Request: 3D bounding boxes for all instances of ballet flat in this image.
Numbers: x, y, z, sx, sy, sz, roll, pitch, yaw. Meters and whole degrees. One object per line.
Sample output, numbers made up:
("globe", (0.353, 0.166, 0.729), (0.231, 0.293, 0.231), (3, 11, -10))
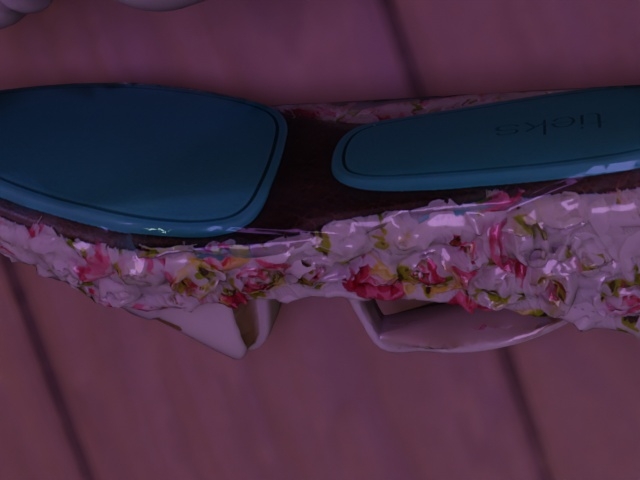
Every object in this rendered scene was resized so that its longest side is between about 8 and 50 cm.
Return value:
("ballet flat", (0.000, 0.000, 0.553), (0.241, 0.091, 0.077), (2, 124, 14))

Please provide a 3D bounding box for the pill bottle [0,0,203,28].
("pill bottle", (-0.030, -0.135, 0.506), (0.229, 0.131, 0.131), (-20, 95, 13))
